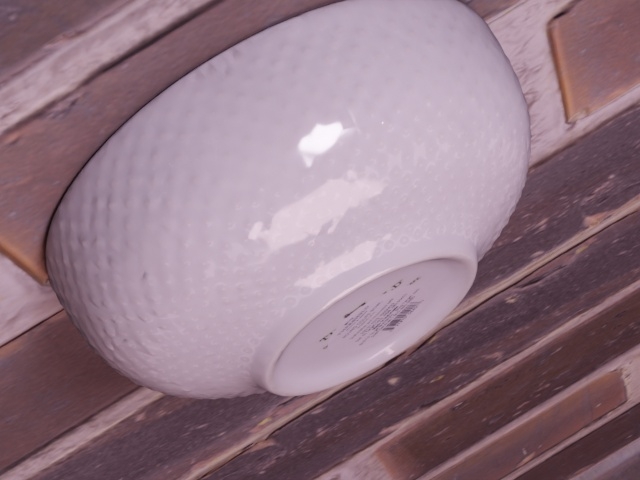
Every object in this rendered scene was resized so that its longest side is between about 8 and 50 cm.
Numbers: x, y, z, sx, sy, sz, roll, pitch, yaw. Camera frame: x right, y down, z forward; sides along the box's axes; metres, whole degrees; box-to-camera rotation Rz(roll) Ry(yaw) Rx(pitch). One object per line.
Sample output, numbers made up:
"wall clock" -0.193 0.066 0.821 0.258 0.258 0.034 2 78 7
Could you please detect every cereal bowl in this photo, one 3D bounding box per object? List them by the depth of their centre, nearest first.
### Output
"cereal bowl" 0.000 0.000 1.112 0.339 0.141 0.339 -26 156 -12
